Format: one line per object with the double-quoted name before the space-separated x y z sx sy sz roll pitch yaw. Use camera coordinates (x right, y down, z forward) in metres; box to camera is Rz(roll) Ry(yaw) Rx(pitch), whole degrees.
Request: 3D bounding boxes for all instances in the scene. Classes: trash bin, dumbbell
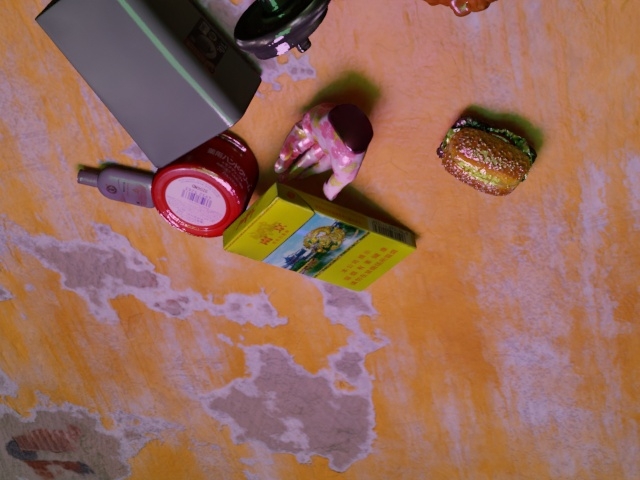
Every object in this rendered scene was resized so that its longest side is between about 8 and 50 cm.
"trash bin" -0.302 -0.324 1.886 0.223 0.158 0.343 -25 119 33
"dumbbell" -0.095 -0.420 1.711 0.192 0.192 0.290 -17 126 29

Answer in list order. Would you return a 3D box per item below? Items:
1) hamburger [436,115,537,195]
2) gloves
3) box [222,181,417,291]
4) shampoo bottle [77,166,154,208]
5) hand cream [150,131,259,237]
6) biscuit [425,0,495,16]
"hamburger" 0.293 -0.147 1.911 0.165 0.087 0.137 26 133 -6
"gloves" 0.007 -0.165 1.970 0.145 0.126 0.241 29 161 -16
"box" 0.000 0.000 2.079 0.335 0.047 0.187 19 138 -32
"shampoo bottle" -0.410 -0.113 2.187 0.165 0.040 0.080 13 135 4
"hand cream" -0.222 -0.110 2.077 0.193 0.125 0.193 9 135 9
"biscuit" 0.146 -0.458 1.561 0.318 0.111 0.312 34 175 -10
